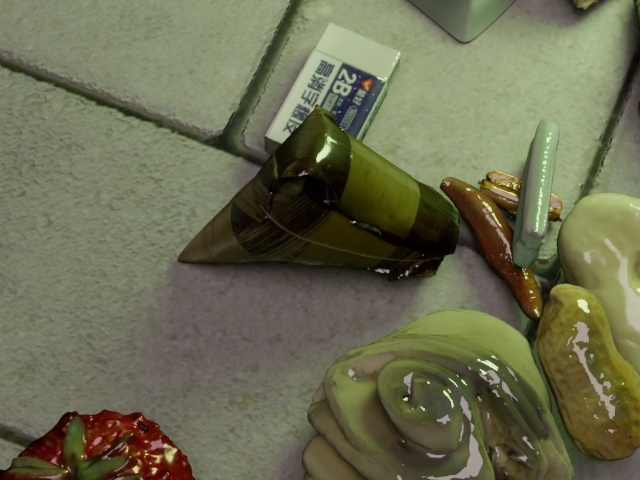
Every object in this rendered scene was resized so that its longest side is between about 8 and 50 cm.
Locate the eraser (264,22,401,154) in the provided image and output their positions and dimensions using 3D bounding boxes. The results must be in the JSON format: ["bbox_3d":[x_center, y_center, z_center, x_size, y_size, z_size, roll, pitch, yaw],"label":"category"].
[{"bbox_3d":[0.019,-0.200,1.975,0.124,0.068,0.210,24,72,10],"label":"eraser"}]

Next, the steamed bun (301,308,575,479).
[{"bbox_3d":[0.155,0.260,1.724,0.352,0.247,0.339,-29,75,-15],"label":"steamed bun"}]

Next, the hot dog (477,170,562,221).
[{"bbox_3d":[0.285,-0.057,1.947,0.133,0.041,0.056,24,55,9],"label":"hot dog"}]

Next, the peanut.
[{"bbox_3d":[0.350,0.168,1.757,0.120,0.110,0.237,-17,76,3],"label":"peanut"}]

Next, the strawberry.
[{"bbox_3d":[-0.268,0.360,1.717,0.261,0.258,0.261,-11,45,11],"label":"strawberry"}]

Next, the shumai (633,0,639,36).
[{"bbox_3d":[0.626,-0.290,1.971,0.309,0.304,0.263,-45,118,-20],"label":"shumai"}]

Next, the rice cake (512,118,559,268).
[{"bbox_3d":[0.300,-0.070,1.883,0.042,0.080,0.222,13,52,5],"label":"rice cake"}]

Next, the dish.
[{"bbox_3d":[0.187,-0.426,2.058,0.234,0.064,0.154,41,76,13],"label":"dish"}]

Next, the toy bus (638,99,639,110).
[{"bbox_3d":[0.521,-0.116,1.938,0.073,0.096,0.235,-12,71,-8],"label":"toy bus"}]

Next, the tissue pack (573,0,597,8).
[{"bbox_3d":[0.418,-0.502,1.992,0.215,0.257,0.123,-34,46,-11],"label":"tissue pack"}]

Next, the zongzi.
[{"bbox_3d":[0.000,0.000,1.901,0.289,0.317,0.154,33,38,-23],"label":"zongzi"}]

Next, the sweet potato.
[{"bbox_3d":[0.251,0.012,1.900,0.058,0.078,0.255,-36,64,15],"label":"sweet potato"}]

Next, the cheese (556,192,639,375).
[{"bbox_3d":[0.500,0.037,1.826,0.351,0.129,0.328,-40,77,9],"label":"cheese"}]
